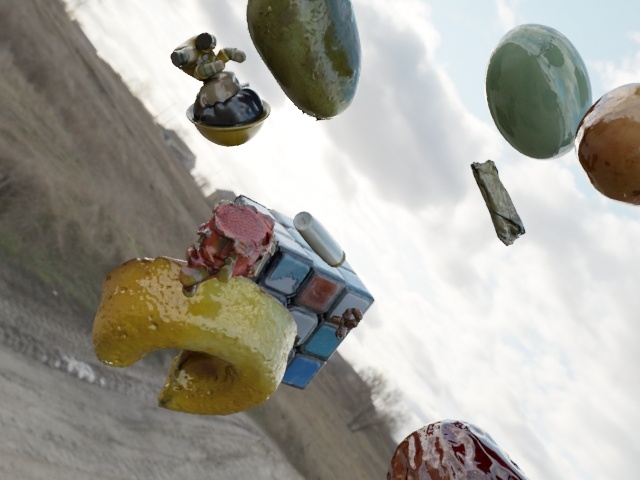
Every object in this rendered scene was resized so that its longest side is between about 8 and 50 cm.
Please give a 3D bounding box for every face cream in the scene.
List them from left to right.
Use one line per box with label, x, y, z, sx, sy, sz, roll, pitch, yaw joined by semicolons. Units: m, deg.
face cream;0.000;0.000;1.315;0.072;0.051;0.182;55;4;35

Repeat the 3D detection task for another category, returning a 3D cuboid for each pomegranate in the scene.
pomegranate;0.478;-0.141;0.944;0.191;0.191;0.191;52;-7;9

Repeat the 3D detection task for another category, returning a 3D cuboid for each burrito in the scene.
burrito;0.334;-0.074;1.198;0.042;0.051;0.171;113;-45;-76

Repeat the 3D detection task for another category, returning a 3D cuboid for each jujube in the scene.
jujube;0.144;0.283;0.542;0.190;0.190;0.255;60;2;-42

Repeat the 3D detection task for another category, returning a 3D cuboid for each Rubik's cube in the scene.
Rubik's cube;-0.126;0.141;1.724;0.359;0.363;0.362;24;14;-37

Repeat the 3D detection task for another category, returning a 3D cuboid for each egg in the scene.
egg;0.440;-0.298;1.293;0.283;0.203;0.203;69;-12;-19

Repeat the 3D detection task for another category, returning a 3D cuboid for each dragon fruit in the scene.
dragon fruit;-0.168;0.018;1.119;0.133;0.208;0.150;37;-13;32

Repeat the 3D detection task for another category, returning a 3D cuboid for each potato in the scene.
potato;-0.021;-0.457;1.451;0.219;0.270;0.359;3;-45;34

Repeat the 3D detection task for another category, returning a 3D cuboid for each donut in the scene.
donut;-0.251;0.222;1.344;0.435;0.377;0.163;56;29;-39

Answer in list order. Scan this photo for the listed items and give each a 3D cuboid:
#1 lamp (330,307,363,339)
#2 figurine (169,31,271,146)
lamp;0.067;0.197;1.551;0.031;0.083;0.063;33;30;-60
figurine;-0.228;-0.331;1.417;0.167;0.192;0.257;-6;-61;47
